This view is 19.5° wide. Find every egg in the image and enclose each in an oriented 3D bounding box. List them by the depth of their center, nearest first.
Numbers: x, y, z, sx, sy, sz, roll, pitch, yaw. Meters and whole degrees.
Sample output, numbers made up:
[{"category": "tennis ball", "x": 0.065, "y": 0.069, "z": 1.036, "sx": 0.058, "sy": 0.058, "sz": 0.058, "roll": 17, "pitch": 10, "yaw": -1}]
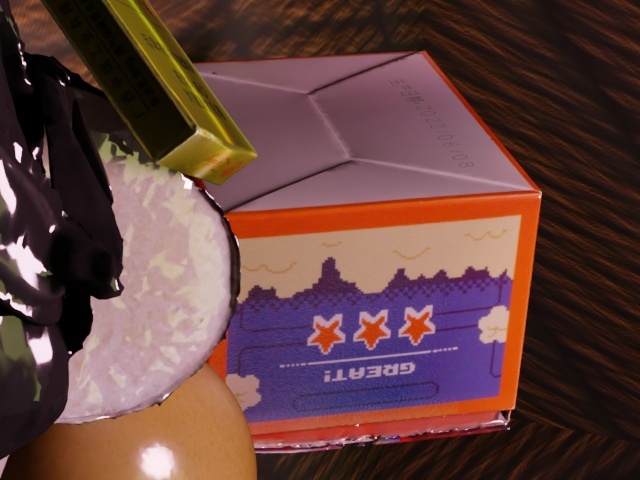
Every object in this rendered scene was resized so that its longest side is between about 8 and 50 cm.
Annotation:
[{"category": "egg", "x": -0.181, "y": 0.194, "z": 1.546, "sx": 0.322, "sy": 0.250, "sz": 0.250, "roll": 48, "pitch": 53, "yaw": -78}]

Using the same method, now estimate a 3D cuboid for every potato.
[{"category": "potato", "x": -0.226, "y": -0.008, "z": 1.351, "sx": 0.246, "sy": 0.196, "sz": 0.299, "roll": -55, "pitch": 130, "yaw": -11}]

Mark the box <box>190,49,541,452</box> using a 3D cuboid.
[{"category": "box", "x": 0.000, "y": 0.000, "z": 1.818, "sx": 0.349, "sy": 0.318, "sz": 0.257, "roll": -122, "pitch": -148, "yaw": -56}]

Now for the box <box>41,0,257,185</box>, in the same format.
[{"category": "box", "x": -0.164, "y": -0.179, "z": 1.309, "sx": 0.043, "sy": 0.311, "sz": 0.173, "roll": -36, "pitch": 171, "yaw": 7}]

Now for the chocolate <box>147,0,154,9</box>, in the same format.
[{"category": "chocolate", "x": -0.175, "y": -0.202, "z": 1.798, "sx": 0.101, "sy": 0.031, "sz": 0.064, "roll": 79, "pitch": 28, "yaw": -65}]

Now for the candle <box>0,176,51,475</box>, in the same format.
[{"category": "candle", "x": -0.269, "y": 0.096, "z": 1.128, "sx": 0.330, "sy": 0.187, "sz": 0.187, "roll": -66, "pitch": 170, "yaw": 5}]

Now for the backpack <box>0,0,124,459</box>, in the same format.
[{"category": "backpack", "x": -0.268, "y": -0.088, "z": 0.722, "sx": 0.363, "sy": 0.255, "sz": 0.446, "roll": -17, "pitch": 105, "yaw": -38}]
